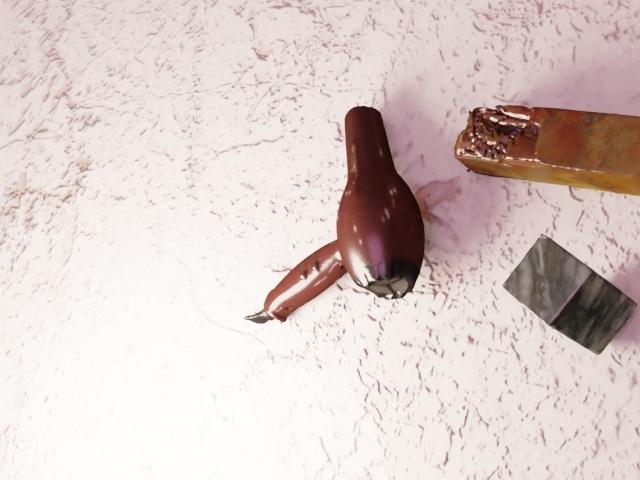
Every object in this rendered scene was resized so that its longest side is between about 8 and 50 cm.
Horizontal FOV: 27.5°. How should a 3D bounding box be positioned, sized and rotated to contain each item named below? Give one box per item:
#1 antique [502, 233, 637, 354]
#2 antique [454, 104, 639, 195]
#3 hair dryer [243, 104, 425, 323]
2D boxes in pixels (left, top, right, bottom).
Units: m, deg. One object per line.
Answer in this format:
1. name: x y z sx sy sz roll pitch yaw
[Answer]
1. antique: 0.316 0.072 1.632 0.088 0.183 0.086 42 98 37
2. antique: 0.329 -0.122 1.749 0.310 0.093 0.087 11 79 35
3. hair dryer: 0.000 0.000 1.931 0.340 0.123 0.312 -37 46 29
